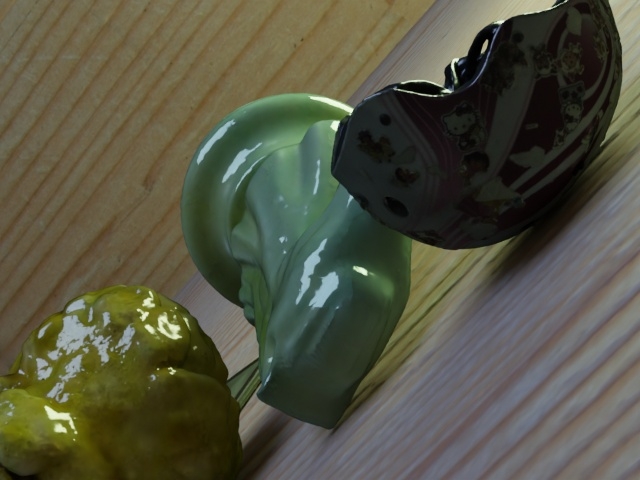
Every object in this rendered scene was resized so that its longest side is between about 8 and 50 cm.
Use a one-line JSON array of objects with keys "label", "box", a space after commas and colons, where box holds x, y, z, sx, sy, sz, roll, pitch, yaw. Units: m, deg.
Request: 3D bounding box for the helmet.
[{"label": "helmet", "box": [0.095, -0.058, 0.725, 0.177, 0.107, 0.153, -30, 0, -2]}]

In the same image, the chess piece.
[{"label": "chess piece", "box": [0.000, 0.000, 0.892, 0.176, 0.176, 0.298, -49, 17, 5]}]

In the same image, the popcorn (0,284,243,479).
[{"label": "popcorn", "box": [-0.165, 0.138, 0.919, 0.226, 0.200, 0.203, -19, -10, 29]}]

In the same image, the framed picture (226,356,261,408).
[{"label": "framed picture", "box": [-0.123, 0.187, 1.207, 0.173, 0.010, 0.231, -54, 8, -31]}]
